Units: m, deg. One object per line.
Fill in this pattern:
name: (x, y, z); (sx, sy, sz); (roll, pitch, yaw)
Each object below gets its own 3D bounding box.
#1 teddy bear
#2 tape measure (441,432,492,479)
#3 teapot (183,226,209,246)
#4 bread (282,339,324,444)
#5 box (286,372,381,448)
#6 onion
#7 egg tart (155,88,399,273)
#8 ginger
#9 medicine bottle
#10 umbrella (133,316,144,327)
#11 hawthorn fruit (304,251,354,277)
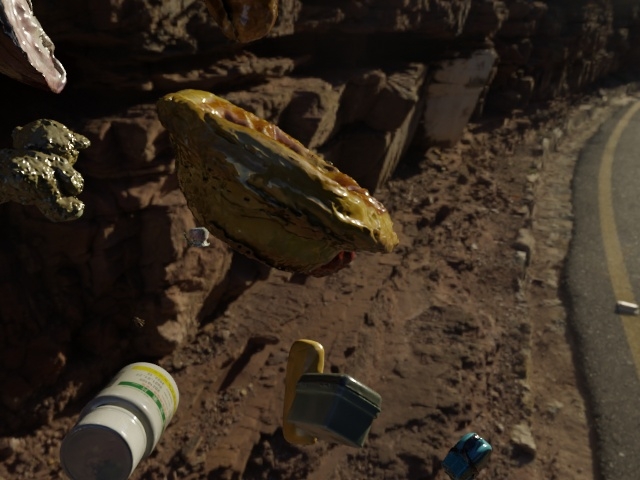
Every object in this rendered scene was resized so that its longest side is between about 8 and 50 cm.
teddy bear: (-0.703, -0.192, 1.349); (0.267, 0.156, 0.256); (12, 48, -9)
tape measure: (0.366, 0.542, 1.340); (0.125, 0.146, 0.081); (-43, 51, -14)
teapot: (-0.403, -0.009, 1.767); (0.083, 0.064, 0.064); (-7, 5, -10)
bread: (-0.056, 0.448, 1.596); (0.091, 0.304, 0.142); (9, -13, -22)
box: (0.026, 0.384, 1.236); (0.210, 0.148, 0.129); (-20, 38, 57)
onion: (-0.580, -0.408, 0.941); (0.146, 0.314, 0.280); (-16, 10, -9)
egg tart: (-0.079, -0.078, 0.883); (0.443, 0.178, 0.443); (32, 10, -6)
ginger: (-0.180, -0.541, 1.018); (0.165, 0.321, 0.172); (-3, 41, 37)
medicine bottle: (-0.515, 0.477, 1.416); (0.209, 0.208, 0.339); (1, 9, 0)
umbrella: (-0.615, 0.275, 1.826); (0.032, 0.083, 0.020); (-27, 63, -12)
hawthorn fruit: (0.001, 0.015, 1.475); (0.179, 0.173, 0.173); (44, 29, 0)
